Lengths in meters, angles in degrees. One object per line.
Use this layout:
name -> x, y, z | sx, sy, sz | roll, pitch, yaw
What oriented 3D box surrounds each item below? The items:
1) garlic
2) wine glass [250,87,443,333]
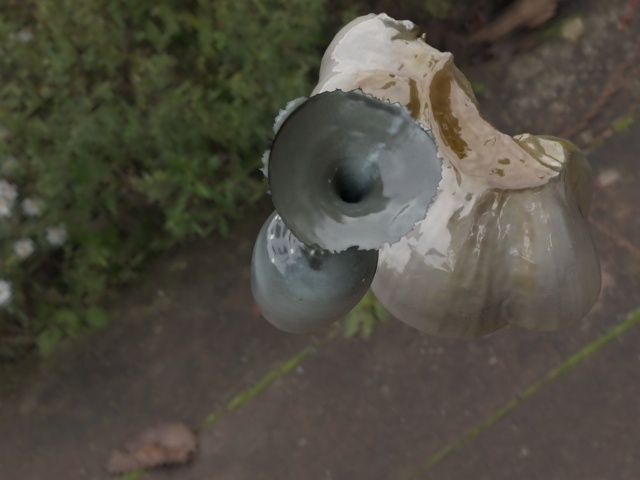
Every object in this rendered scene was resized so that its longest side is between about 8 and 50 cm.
garlic -> 0.092, -0.027, 1.260 | 0.281, 0.203, 0.185 | 34, 83, 8
wine glass -> 0.000, 0.000, 0.764 | 0.074, 0.074, 0.262 | -49, -4, -13
